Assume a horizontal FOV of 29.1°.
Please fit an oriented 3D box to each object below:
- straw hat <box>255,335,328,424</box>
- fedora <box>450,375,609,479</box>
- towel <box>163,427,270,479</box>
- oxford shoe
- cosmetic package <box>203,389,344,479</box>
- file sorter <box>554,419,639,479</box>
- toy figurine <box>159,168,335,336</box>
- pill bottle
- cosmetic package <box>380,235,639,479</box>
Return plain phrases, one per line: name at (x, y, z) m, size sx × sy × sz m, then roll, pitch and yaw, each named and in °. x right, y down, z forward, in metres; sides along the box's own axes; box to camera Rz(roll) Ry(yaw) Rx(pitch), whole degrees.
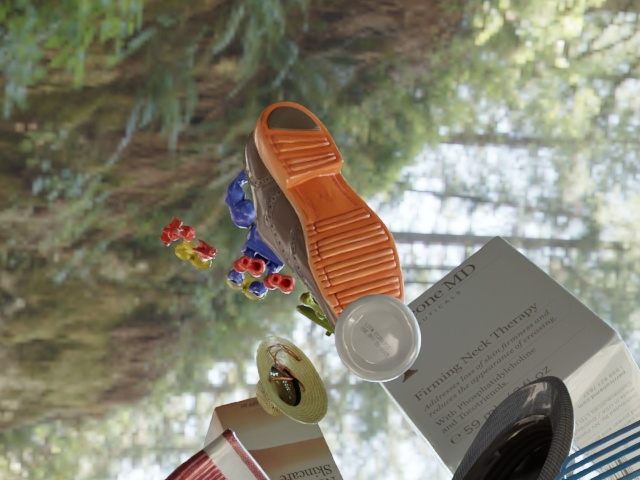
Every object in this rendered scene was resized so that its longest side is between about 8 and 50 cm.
straw hat at (-0.059, 0.214, 1.764) m, size 0.061 × 0.144 × 0.144 m, roll -39°, pitch -136°, yaw 29°
fedora at (0.204, 0.281, 1.199) m, size 0.275 × 0.124 × 0.244 m, roll -60°, pitch -172°, yaw -34°
towel at (-0.176, 0.376, 1.345) m, size 0.037 × 0.329 × 0.237 m, roll 36°, pitch -18°, yaw 46°
oxford shoe at (0.000, 0.000, 1.625) m, size 0.133 × 0.130 × 0.364 m, roll -47°, pitch -121°, yaw 50°
cosmetic package at (-0.050, 0.379, 1.796) m, size 0.296 × 0.153 × 0.129 m, roll 62°, pitch -30°, yaw 34°
file sorter at (0.197, 0.179, 0.731) m, size 0.118 × 0.104 × 0.170 m, roll 60°, pitch 18°, yaw 6°
toy figurine at (-0.034, -0.010, 1.876) m, size 0.217 × 0.362 × 0.191 m, roll -62°, pitch -176°, yaw -14°
pill bottle at (0.059, 0.104, 1.284) m, size 0.160 × 0.087 × 0.087 m, roll 74°, pitch 17°, yaw -83°
cosmetic package at (0.325, 0.269, 2.029) m, size 0.327 × 0.329 × 0.394 m, roll 54°, pitch -3°, yaw -30°
